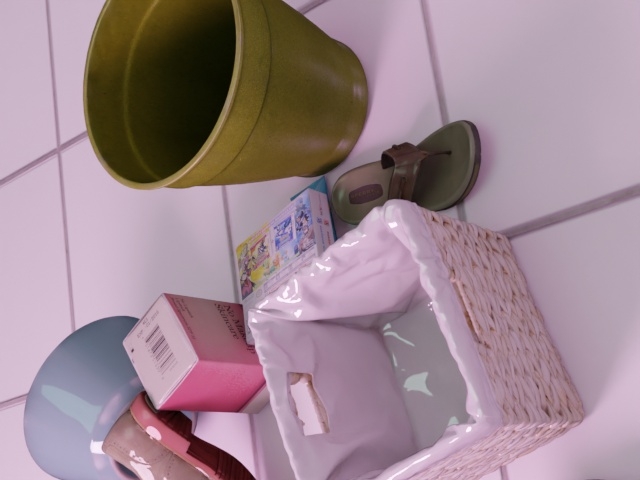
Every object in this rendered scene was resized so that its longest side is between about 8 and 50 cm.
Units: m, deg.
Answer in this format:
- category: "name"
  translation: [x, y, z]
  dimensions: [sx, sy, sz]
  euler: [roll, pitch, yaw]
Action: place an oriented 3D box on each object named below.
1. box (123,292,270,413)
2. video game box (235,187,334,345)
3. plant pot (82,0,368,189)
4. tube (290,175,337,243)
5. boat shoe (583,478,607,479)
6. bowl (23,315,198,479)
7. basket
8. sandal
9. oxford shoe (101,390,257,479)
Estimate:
- category: "box"
  translation: [-0.180, 0.189, 1.890]
  dimensions: [0.127, 0.232, 0.149]
  euler: [-50, 54, 23]
- category: "video game box"
  translation: [-0.055, 0.046, 1.855]
  dimensions: [0.205, 0.048, 0.187]
  euler: [-37, 51, 38]
- category: "plant pot"
  translation: [-0.122, -0.237, 1.810]
  dimensions: [0.366, 0.353, 0.367]
  euler: [-8, 78, 43]
- category: "tube"
  translation: [0.000, 0.000, 1.879]
  dimensions: [0.080, 0.052, 0.207]
  euler: [-29, 58, 27]
- category: "boat shoe"
  translation: [0.408, 0.349, 1.359]
  dimensions: [0.367, 0.156, 0.136]
  euler: [5, 88, 44]
- category: "bowl"
  translation: [-0.331, 0.302, 1.970]
  dimensions: [0.163, 0.311, 0.312]
  euler: [24, 101, 42]
- category: "basket"
  translation: [0.128, 0.168, 1.577]
  dimensions: [0.331, 0.266, 0.328]
  euler: [-38, 60, 35]
- category: "sandal"
  translation: [0.120, -0.091, 1.742]
  dimensions: [0.302, 0.086, 0.120]
  euler: [-23, 69, 40]
- category: "oxford shoe"
  translation: [-0.200, 0.399, 1.858]
  dimensions: [0.348, 0.123, 0.130]
  euler: [44, 97, -4]
